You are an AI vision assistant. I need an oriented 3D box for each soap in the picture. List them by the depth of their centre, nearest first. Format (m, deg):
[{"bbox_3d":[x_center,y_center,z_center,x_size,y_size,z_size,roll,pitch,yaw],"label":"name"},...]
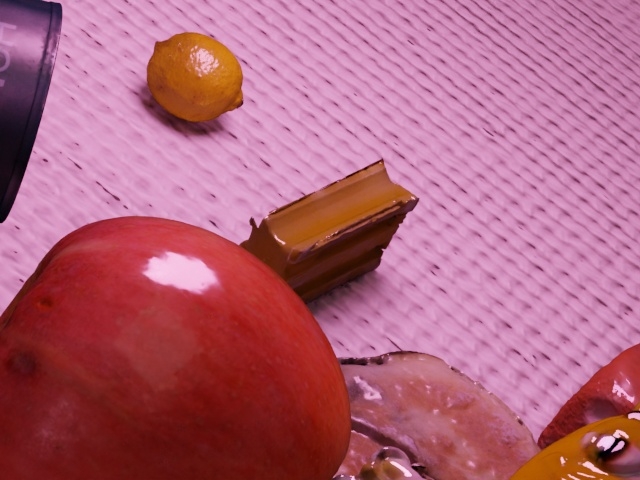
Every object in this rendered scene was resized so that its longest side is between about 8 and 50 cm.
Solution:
[{"bbox_3d":[0.001,0.001,1.863,0.076,0.135,0.233,46,41,19],"label":"soap"}]

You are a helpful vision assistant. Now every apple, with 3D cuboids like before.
[{"bbox_3d":[-0.155,0.168,1.399,0.364,0.364,0.364,18,39,-15],"label":"apple"}]

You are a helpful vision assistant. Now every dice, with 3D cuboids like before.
[{"bbox_3d":[0.366,0.230,1.808,0.175,0.174,0.179,-13,55,-47],"label":"dice"}]

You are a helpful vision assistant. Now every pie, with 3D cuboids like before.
[{"bbox_3d":[0.122,0.242,1.722,0.337,0.075,0.337,20,33,-14],"label":"pie"}]

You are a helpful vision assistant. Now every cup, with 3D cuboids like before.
[{"bbox_3d":[-0.450,-0.142,1.683,0.292,0.308,0.242,16,7,-17],"label":"cup"}]

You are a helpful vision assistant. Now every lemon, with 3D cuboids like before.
[{"bbox_3d":[-0.154,-0.201,2.011,0.133,0.109,0.109,34,36,-10],"label":"lemon"}]

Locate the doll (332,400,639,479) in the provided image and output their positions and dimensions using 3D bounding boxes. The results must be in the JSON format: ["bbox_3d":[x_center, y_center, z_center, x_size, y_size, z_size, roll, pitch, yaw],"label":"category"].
[{"bbox_3d":[0.190,0.310,1.345,0.348,0.161,0.423,-1,53,-7],"label":"doll"}]
